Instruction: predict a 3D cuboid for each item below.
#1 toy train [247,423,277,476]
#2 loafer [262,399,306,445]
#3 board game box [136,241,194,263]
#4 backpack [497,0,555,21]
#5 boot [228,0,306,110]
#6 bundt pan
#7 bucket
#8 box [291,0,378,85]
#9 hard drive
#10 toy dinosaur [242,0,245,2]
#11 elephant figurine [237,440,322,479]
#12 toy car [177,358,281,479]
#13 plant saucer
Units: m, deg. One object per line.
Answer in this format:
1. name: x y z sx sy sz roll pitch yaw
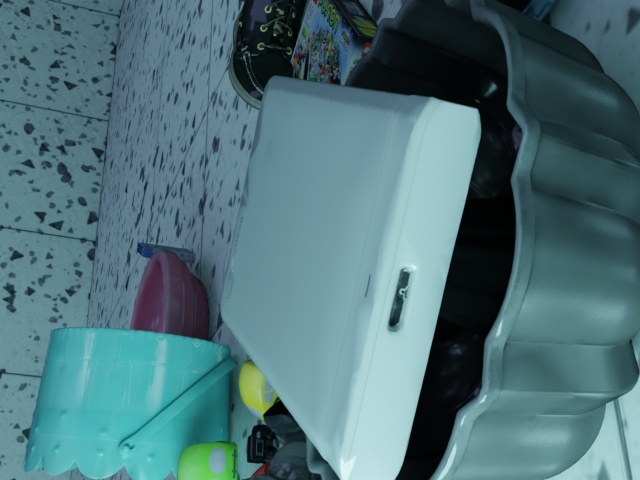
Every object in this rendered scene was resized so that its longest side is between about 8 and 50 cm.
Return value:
1. toy train: -0.068 0.281 1.070 0.027 0.036 0.158 130 145 -56
2. loafer: 0.011 0.173 0.889 0.061 0.062 0.170 61 153 -7
3. board game box: -0.277 0.022 1.717 0.090 0.090 0.020 -161 79 -71
4. backpack: 0.122 -0.201 0.682 0.105 0.084 0.114 -59 33 40
5. boot: -0.052 -0.289 1.232 0.236 0.085 0.178 -100 29 -45
6. bundt pan: 0.092 0.012 0.607 0.331 0.124 0.330 -171 90 -71
7. bucket: -0.242 0.220 1.262 0.281 0.281 0.183 155 123 -67
8. box: 0.017 -0.206 1.063 0.207 0.036 0.114 -111 36 -57
9. hard drive: 0.000 0.000 0.629 0.307 0.040 0.203 -147 68 -69
10. toy dinosaur: -0.080 -0.477 1.366 0.200 0.127 0.295 -18 47 58
11. elephant figurine: 0.011 0.286 0.717 0.169 0.186 0.239 15 111 29
12. toy car: -0.098 0.237 1.056 0.225 0.053 0.239 -35 45 39
13. plant saucer: -0.256 0.183 1.591 0.332 0.084 0.332 -171 90 -71
